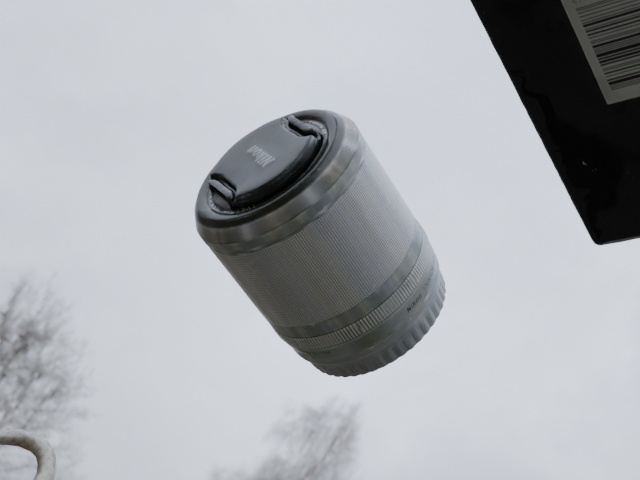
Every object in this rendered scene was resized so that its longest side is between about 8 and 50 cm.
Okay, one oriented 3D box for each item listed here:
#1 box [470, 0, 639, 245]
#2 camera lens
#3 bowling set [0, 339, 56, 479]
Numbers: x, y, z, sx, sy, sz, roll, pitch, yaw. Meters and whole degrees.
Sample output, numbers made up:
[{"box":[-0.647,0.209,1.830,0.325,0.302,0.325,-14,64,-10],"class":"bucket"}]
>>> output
[{"box":[0.231,-0.232,0.835,0.179,0.312,0.343,-13,-51,29],"class":"box"},{"box":[0.000,0.000,1.364,0.219,0.219,0.274,2,-44,46],"class":"camera lens"},{"box":[-0.184,0.172,0.339,0.200,0.287,0.154,74,-9,-46],"class":"bowling set"}]
